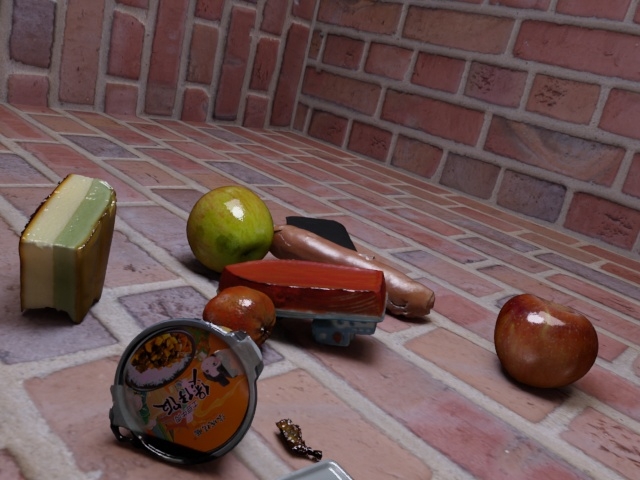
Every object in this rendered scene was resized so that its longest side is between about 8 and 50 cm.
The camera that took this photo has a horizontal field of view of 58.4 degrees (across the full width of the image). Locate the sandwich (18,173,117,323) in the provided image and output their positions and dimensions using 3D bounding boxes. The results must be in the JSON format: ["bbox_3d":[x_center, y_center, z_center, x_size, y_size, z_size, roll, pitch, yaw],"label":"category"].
[{"bbox_3d":[-0.425,0.017,0.985,0.108,0.186,0.220,11,34,-9],"label":"sandwich"}]

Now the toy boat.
[{"bbox_3d":[-0.042,0.119,1.082,0.331,0.133,0.145,5,21,9],"label":"toy boat"}]

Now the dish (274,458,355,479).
[{"bbox_3d":[0.027,0.316,0.596,0.154,0.064,0.234,-2,24,-43],"label":"dish"}]

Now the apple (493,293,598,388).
[{"bbox_3d":[0.433,0.200,1.124,0.201,0.162,0.201,20,7,-3],"label":"apple"}]

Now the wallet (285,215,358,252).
[{"bbox_3d":[0.000,0.000,1.591,0.197,0.051,0.377,10,16,-8],"label":"wallet"}]

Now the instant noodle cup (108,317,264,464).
[{"bbox_3d":[-0.155,0.181,0.743,0.208,0.178,0.125,-16,-2,8],"label":"instant noodle cup"}]

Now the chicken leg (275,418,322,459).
[{"bbox_3d":[-0.033,0.268,0.770,0.036,0.021,0.083,10,16,-44],"label":"chicken leg"}]

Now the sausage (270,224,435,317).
[{"bbox_3d":[0.063,0.066,1.317,0.419,0.094,0.094,25,46,17],"label":"sausage"}]

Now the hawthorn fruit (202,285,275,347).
[{"bbox_3d":[-0.138,0.134,0.965,0.128,0.128,0.128,12,17,-4],"label":"hawthorn fruit"}]

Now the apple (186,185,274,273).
[{"bbox_3d":[-0.195,-0.020,1.268,0.196,0.196,0.196,12,17,-4],"label":"apple"}]
